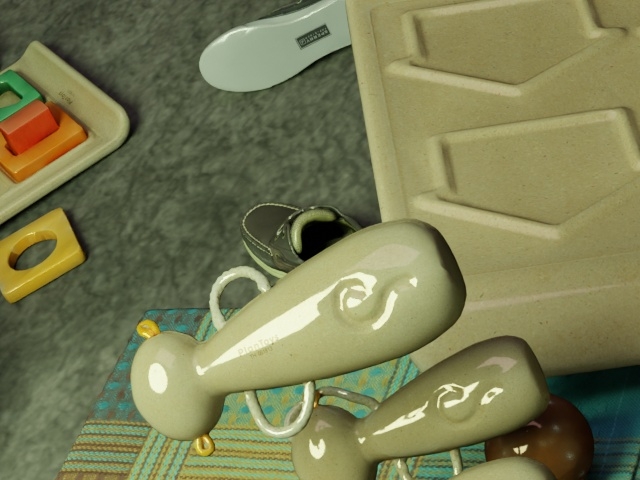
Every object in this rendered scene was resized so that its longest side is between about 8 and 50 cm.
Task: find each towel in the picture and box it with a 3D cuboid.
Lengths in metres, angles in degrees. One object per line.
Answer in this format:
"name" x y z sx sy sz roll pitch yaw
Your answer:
"towel" 0.006 0.143 1.018 0.370 0.040 0.271 -1 46 32

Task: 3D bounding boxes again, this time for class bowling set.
"bowling set" 0.051 0.140 0.860 0.154 0.200 0.287 -25 80 14

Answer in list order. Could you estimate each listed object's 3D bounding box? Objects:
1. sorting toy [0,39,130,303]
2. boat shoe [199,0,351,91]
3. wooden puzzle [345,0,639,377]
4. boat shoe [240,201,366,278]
"sorting toy" -0.258 -0.071 1.408 0.196 0.047 0.347 -38 39 -12
"boat shoe" -0.018 -0.147 1.354 0.142 0.049 0.040 -20 20 9
"wooden puzzle" 0.188 -0.062 1.063 0.322 0.080 0.348 -9 45 1
"boat shoe" 0.000 0.000 1.169 0.056 0.049 0.152 -46 41 -20
